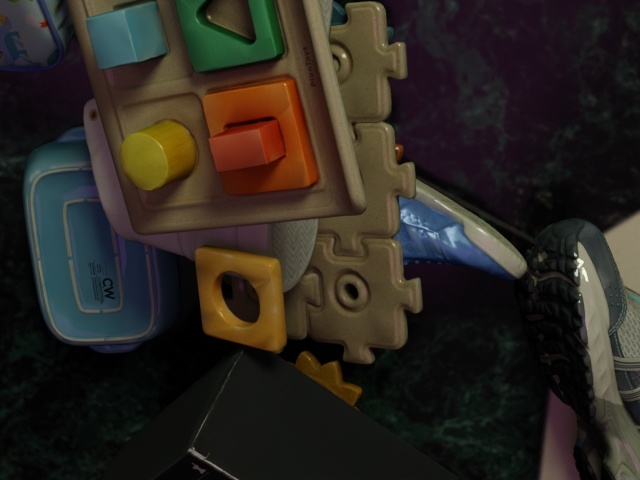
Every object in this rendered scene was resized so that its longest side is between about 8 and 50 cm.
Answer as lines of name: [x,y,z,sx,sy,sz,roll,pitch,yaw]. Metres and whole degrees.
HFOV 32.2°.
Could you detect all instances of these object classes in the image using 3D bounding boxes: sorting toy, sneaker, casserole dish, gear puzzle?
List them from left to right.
casserole dish: [-0.171,0.007,0.852,0.114,0.037,0.188,-3,110,3]
sneaker: [-0.086,-0.120,0.734,0.169,0.108,0.292,14,110,26]
sorting toy: [-0.075,-0.089,0.649,0.196,0.047,0.347,-4,107,37]
gear puzzle: [0.000,0.000,0.801,0.175,0.044,0.339,2,103,32]
sneaker: [0.073,0.006,0.833,0.152,0.058,0.084,32,102,-6]
sneaker: [0.243,0.101,0.856,0.122,0.110,0.283,-24,110,-10]

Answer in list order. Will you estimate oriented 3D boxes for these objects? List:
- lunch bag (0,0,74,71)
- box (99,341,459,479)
lunch bag: [-0.251,-0.208,0.696,0.176,0.090,0.219,6,147,11]
box: [-0.053,0.201,0.815,0.184,0.103,0.261,33,142,-12]
